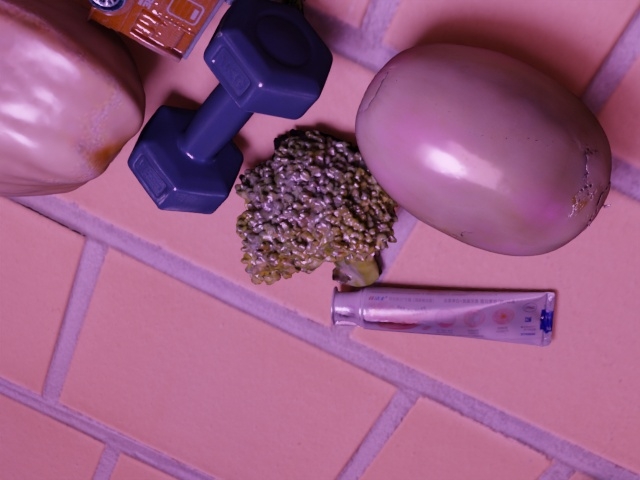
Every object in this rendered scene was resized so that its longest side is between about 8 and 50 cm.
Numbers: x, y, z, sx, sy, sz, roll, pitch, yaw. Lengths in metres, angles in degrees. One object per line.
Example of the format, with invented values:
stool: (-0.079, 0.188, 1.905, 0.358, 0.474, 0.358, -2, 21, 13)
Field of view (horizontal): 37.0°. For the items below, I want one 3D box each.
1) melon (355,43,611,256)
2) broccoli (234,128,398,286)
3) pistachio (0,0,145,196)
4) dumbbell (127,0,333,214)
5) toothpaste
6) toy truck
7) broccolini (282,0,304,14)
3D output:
melon: (0.195, -0.107, 1.135, 0.317, 0.223, 0.223, 30, 130, -3)
broccoli: (-0.008, -0.001, 1.311, 0.242, 0.180, 0.273, -4, 125, 28)
pistachio: (-0.427, -0.199, 1.259, 0.446, 0.281, 0.365, 12, 150, 24)
dumbbell: (-0.123, -0.163, 1.221, 0.144, 0.156, 0.316, 32, 138, -15)
toothpaste: (0.178, 0.107, 1.414, 0.323, 0.066, 0.100, 4, 123, 10)
toy truck: (-0.146, -0.360, 1.117, 0.162, 0.136, 0.305, 31, 133, -15)
broccolini: (-0.031, -0.331, 1.163, 0.030, 0.035, 0.140, 11, 128, 6)
